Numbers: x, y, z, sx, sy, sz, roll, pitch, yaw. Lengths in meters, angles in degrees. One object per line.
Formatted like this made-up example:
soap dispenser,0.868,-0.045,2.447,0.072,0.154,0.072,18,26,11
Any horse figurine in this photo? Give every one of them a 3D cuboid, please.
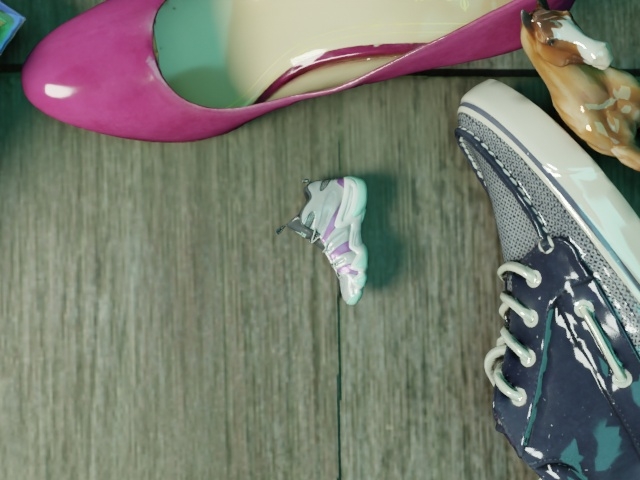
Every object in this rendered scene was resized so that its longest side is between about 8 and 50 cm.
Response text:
horse figurine,0.221,-0.082,0.585,0.174,0.263,0.066,39,109,15

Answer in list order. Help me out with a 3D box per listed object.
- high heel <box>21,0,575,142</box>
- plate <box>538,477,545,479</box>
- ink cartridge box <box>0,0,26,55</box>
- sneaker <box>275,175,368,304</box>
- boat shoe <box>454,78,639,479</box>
high heel,-0.019,-0.153,0.557,0.377,0.181,0.127,-15,92,-9
plate,0.342,0.196,0.676,0.277,0.045,0.278,45,84,-6
ink cartridge box,-0.356,-0.074,0.529,0.186,0.065,0.311,34,83,-8
sneaker,0.000,0.000,0.633,0.069,0.038,0.098,0,80,-7
boat shoe,0.164,0.054,0.597,0.158,0.127,0.340,-36,75,3
